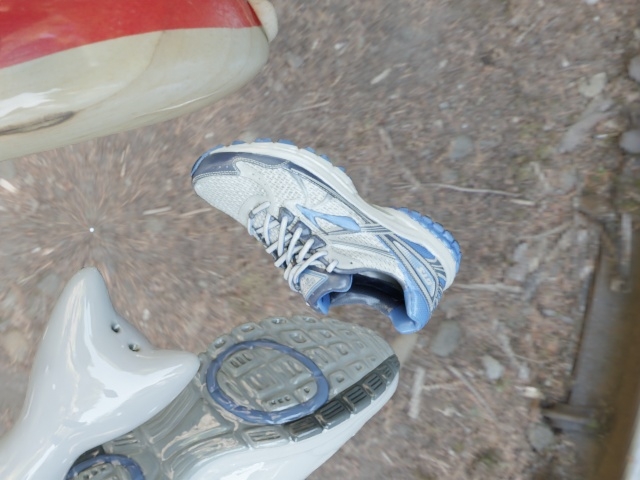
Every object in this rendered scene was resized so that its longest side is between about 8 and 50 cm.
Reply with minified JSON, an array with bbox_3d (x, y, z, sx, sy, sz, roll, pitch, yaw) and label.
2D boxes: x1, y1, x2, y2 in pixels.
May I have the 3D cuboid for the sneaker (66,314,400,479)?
[{"bbox_3d":[-0.073,0.158,0.883,0.297,0.129,0.111,-29,52,-14],"label":"sneaker"}]

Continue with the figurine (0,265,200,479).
[{"bbox_3d":[-0.185,0.073,0.567,0.215,0.092,0.209,35,102,1],"label":"figurine"}]

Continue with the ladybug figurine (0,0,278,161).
[{"bbox_3d":[-0.256,-0.156,1.002,0.450,0.305,0.161,-14,102,-14],"label":"ladybug figurine"}]

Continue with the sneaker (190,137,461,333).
[{"bbox_3d":[0.000,0.000,0.575,0.135,0.052,0.058,24,56,-6],"label":"sneaker"}]
